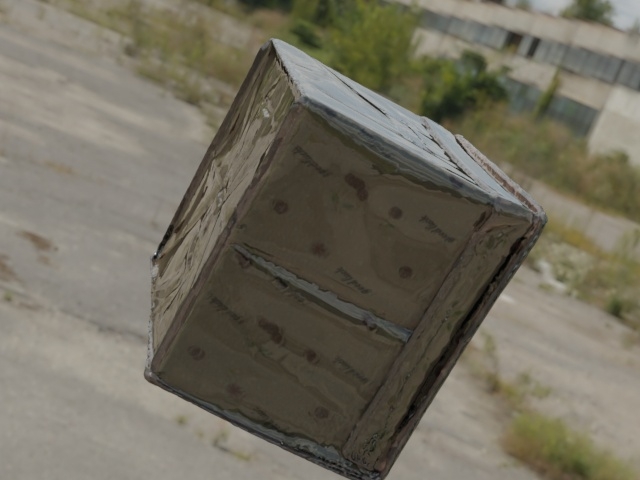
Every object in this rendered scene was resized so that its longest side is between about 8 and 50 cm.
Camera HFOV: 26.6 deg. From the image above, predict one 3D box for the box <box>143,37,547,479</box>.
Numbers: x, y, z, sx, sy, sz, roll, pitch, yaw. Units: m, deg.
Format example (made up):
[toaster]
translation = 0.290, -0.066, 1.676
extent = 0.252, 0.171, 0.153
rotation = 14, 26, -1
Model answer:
[box]
translation = 0.000, 0.000, 1.011
extent = 0.190, 0.225, 0.297
rotation = 28, 11, -11
